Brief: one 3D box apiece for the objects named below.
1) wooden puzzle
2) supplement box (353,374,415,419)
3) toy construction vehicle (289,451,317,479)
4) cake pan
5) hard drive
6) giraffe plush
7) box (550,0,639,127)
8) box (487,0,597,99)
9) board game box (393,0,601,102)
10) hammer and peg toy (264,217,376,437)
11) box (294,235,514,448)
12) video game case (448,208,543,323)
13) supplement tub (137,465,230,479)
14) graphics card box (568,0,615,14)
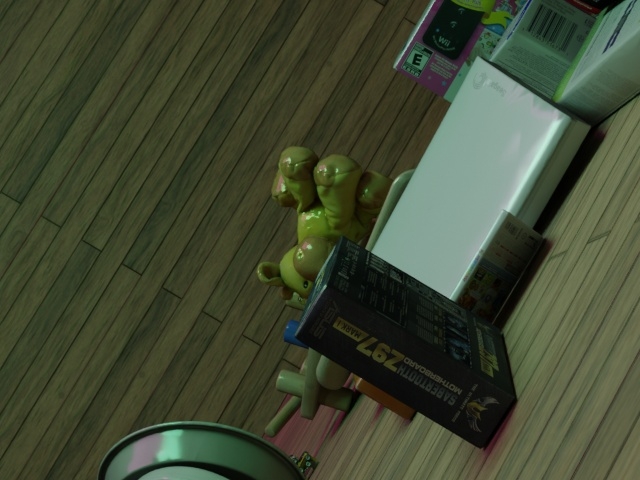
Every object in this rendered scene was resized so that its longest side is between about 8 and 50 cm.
[{"bbox_3d":[0.126,0.027,1.895,0.322,0.080,0.348,-68,-11,18],"label":"wooden puzzle"},{"bbox_3d":[0.087,0.149,1.660,0.078,0.080,0.233,-58,3,2],"label":"supplement box"},{"bbox_3d":[-0.038,0.380,2.193,0.098,0.035,0.086,-62,13,-3],"label":"toy construction vehicle"},{"bbox_3d":[-0.160,0.359,1.860,0.054,0.293,0.293,-84,20,-49],"label":"cake pan"},{"bbox_3d":[0.157,-0.031,1.524,0.307,0.040,0.203,-62,32,14],"label":"hard drive"},{"bbox_3d":[0.000,0.000,1.847,0.210,0.181,0.170,74,-146,-62],"label":"giraffe plush"},{"bbox_3d":[0.344,-0.249,1.401,0.232,0.058,0.322,-60,3,-11],"label":"box"},{"bbox_3d":[0.277,-0.219,1.637,0.072,0.126,0.137,-61,2,-16],"label":"box"},{"bbox_3d":[0.263,-0.297,1.752,0.303,0.224,0.097,-60,0,14],"label":"board game box"},{"bbox_3d":[0.024,0.160,2.208,0.266,0.127,0.361,-61,-16,-49],"label":"hammer and peg toy"},{"bbox_3d":[0.076,0.083,1.229,0.059,0.183,0.232,-60,2,12],"label":"box"},{"bbox_3d":[0.171,0.035,1.379,0.087,0.011,0.122,29,-88,-54],"label":"video game case"},{"bbox_3d":[-0.194,0.464,1.675,0.235,0.235,0.325,-58,2,45],"label":"supplement tub"},{"bbox_3d":[0.232,-0.337,1.315,0.094,0.233,0.371,-59,2,-1],"label":"graphics card box"}]
